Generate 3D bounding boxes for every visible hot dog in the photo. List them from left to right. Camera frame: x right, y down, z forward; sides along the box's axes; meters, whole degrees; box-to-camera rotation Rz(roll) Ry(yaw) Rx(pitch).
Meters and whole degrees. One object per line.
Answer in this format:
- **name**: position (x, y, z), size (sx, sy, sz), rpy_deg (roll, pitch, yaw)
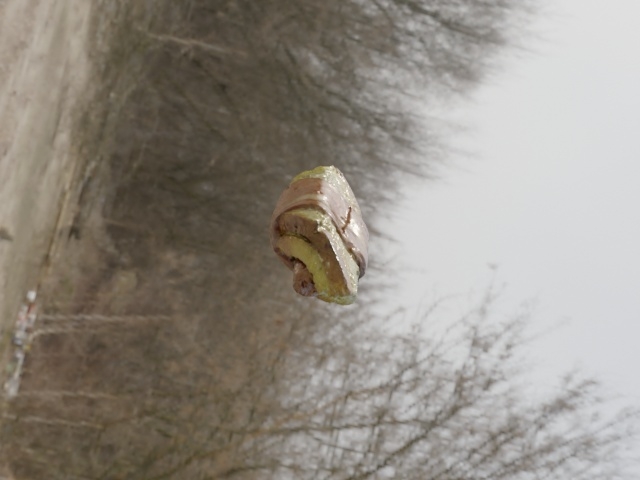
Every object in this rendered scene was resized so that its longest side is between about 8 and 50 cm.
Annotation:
- **hot dog**: position (-0.006, 0.000, 1.077), size (0.093, 0.123, 0.261), rpy_deg (-37, -167, 19)
